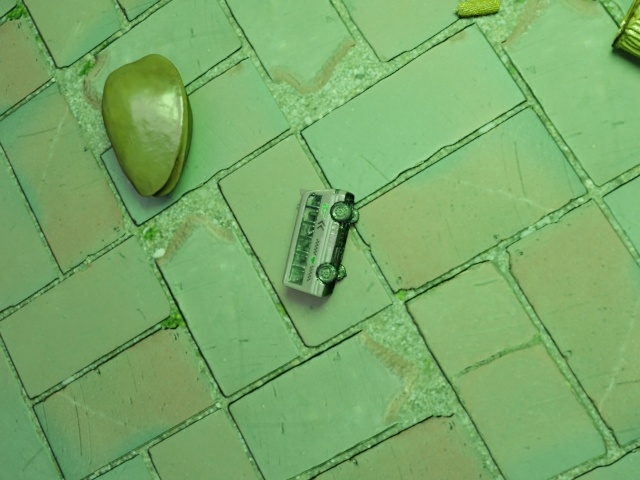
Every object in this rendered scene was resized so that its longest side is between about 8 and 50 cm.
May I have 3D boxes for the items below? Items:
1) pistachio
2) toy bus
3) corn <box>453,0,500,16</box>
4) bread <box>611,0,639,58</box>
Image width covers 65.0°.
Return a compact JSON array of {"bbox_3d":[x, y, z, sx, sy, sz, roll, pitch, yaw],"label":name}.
[{"bbox_3d":[-0.326,-0.221,0.979,0.212,0.162,0.261,-23,84,43],"label":"pistachio"},{"bbox_3d":[0.000,0.000,0.934,0.108,0.096,0.199,13,93,16],"label":"toy bus"},{"bbox_3d":[0.290,-0.431,0.933,0.083,0.028,0.027,-1,81,8],"label":"corn"},{"bbox_3d":[0.572,-0.391,0.819,0.114,0.132,0.190,33,97,12],"label":"bread"}]
